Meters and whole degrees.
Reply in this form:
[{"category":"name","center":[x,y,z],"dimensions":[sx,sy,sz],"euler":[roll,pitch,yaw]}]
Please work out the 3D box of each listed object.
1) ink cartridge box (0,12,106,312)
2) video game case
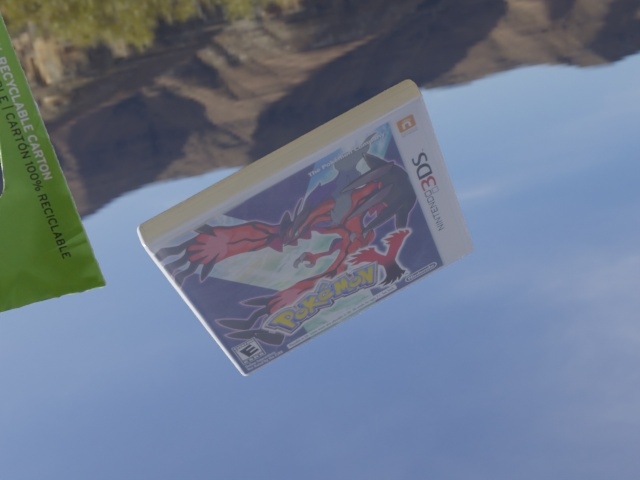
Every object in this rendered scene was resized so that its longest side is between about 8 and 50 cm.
[{"category":"ink cartridge box","center":[-0.240,-0.012,0.417],"dimensions":[0.255,0.188,0.097],"euler":[-15,-159,4]},{"category":"video game case","center":[0.000,0.000,0.754],"dimensions":[0.201,0.183,0.023],"euler":[-28,-129,0]}]
